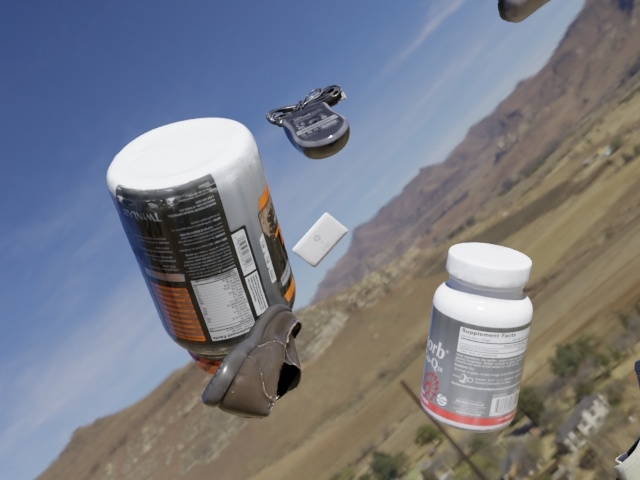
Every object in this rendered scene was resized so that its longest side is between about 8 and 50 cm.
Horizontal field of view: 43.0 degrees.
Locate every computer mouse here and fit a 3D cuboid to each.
[{"bbox_3d":[-0.004,-0.243,1.778,0.188,0.072,0.272,-22,32,-2],"label":"computer mouse"}]

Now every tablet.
[{"bbox_3d":[0.000,0.000,1.304,0.083,0.054,0.006,-48,28,7],"label":"tablet"}]

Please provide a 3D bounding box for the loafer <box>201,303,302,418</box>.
[{"bbox_3d":[-0.059,0.140,0.890,0.080,0.078,0.220,-57,-4,21],"label":"loafer"}]

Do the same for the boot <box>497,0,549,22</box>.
[{"bbox_3d":[0.498,-0.482,1.443,0.338,0.222,0.118,-44,-32,3],"label":"boot"}]

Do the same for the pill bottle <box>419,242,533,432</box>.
[{"bbox_3d":[0.334,0.202,1.727,0.210,0.210,0.362,-35,-47,-65],"label":"pill bottle"}]

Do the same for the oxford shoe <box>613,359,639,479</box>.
[{"bbox_3d":[0.473,0.345,1.099,0.140,0.147,0.397,-6,-78,-63],"label":"oxford shoe"}]

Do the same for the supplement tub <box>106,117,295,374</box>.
[{"bbox_3d":[-0.154,0.016,1.155,0.207,0.338,0.207,-9,34,6],"label":"supplement tub"}]
